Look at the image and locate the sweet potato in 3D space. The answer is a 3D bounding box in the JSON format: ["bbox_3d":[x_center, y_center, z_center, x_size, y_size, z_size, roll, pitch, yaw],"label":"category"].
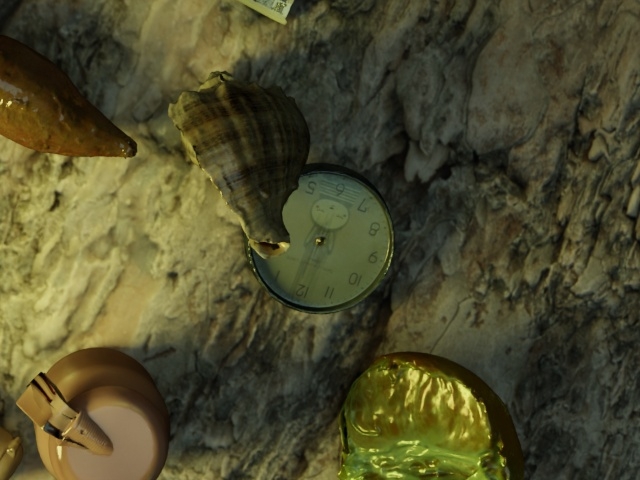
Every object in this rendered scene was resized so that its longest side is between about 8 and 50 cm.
[{"bbox_3d":[-0.392,-0.191,1.608,0.336,0.131,0.131,18,89,-15],"label":"sweet potato"}]

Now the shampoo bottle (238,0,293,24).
[{"bbox_3d":[-0.102,-0.350,1.717,0.141,0.034,0.049,23,95,-14],"label":"shampoo bottle"}]

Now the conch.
[{"bbox_3d":[-0.087,-0.127,1.616,0.159,0.210,0.291,-32,60,-4],"label":"conch"}]

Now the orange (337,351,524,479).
[{"bbox_3d":[0.162,0.320,1.709,0.196,0.262,0.335,2,81,-40],"label":"orange"}]

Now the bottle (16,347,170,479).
[{"bbox_3d":[-0.290,0.230,1.567,0.206,0.297,0.173,39,85,-13],"label":"bottle"}]

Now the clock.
[{"bbox_3d":[0.000,0.000,1.735,0.214,0.042,0.215,-2,104,-7],"label":"clock"}]

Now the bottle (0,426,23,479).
[{"bbox_3d":[-0.493,0.250,1.623,0.209,0.097,0.110,40,116,-13],"label":"bottle"}]
